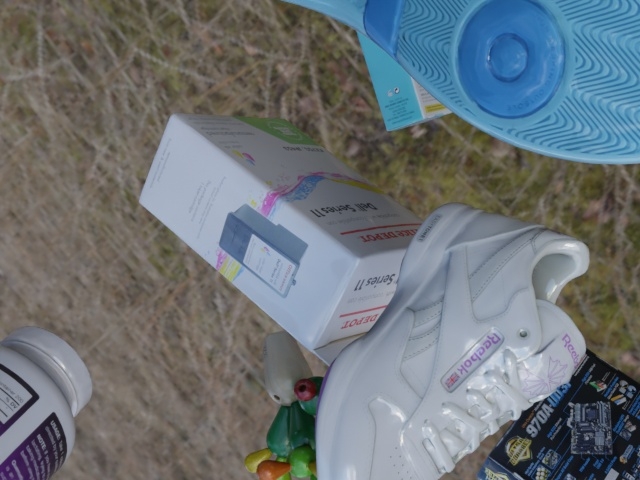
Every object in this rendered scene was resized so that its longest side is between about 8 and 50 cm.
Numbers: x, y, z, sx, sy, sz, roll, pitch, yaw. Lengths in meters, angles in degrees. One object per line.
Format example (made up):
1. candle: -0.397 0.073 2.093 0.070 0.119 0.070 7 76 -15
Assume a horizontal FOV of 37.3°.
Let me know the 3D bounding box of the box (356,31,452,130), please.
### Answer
1. box: 0.097 -0.272 1.239 0.060 0.100 0.244 -15 93 35

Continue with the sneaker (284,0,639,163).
1. sneaker: 0.106 -0.147 0.487 0.319 0.208 0.127 39 124 33

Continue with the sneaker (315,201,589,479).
1. sneaker: 0.098 0.095 0.685 0.152 0.305 0.114 10 148 33

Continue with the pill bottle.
1. pill bottle: -0.392 0.235 1.018 0.181 0.323 0.181 14 126 20

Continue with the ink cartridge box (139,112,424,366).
1. ink cartridge box: 0.000 0.000 1.021 0.353 0.207 0.119 38 115 26

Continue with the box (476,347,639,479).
1. box: 0.309 0.239 1.084 0.175 0.220 0.051 34 141 17

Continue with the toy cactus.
1. toy cactus: -0.030 0.180 0.944 0.219 0.112 0.180 105 151 -54
